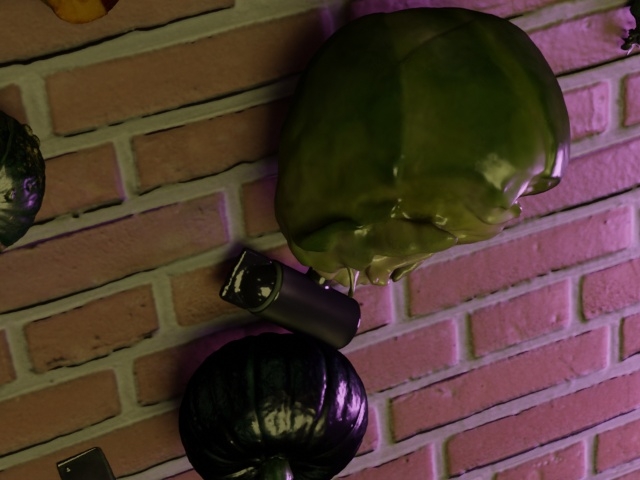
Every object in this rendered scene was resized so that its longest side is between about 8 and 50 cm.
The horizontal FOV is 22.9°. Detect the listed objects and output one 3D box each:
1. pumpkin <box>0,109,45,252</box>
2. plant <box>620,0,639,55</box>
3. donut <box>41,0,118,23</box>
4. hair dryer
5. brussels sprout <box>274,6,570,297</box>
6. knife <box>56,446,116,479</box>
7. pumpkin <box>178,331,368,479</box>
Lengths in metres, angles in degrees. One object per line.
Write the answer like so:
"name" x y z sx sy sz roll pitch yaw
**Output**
"pumpkin" -0.392 -0.060 1.720 0.190 0.146 0.190 -5 98 -36
"plant" 0.428 -0.289 2.101 0.051 0.051 0.102 7 118 -32
"donut" -0.256 -0.306 1.695 0.140 0.059 0.140 -27 134 -33
"hair dryer" 0.000 0.000 2.030 0.195 0.078 0.248 28 91 -36
"brussels sprout" 0.112 -0.113 1.880 0.371 0.315 0.276 -38 159 29
"knife" -0.290 0.379 2.109 0.072 0.019 0.245 -21 123 -18
"pumpkin" -0.056 0.249 2.010 0.248 0.248 0.248 -13 122 -22
